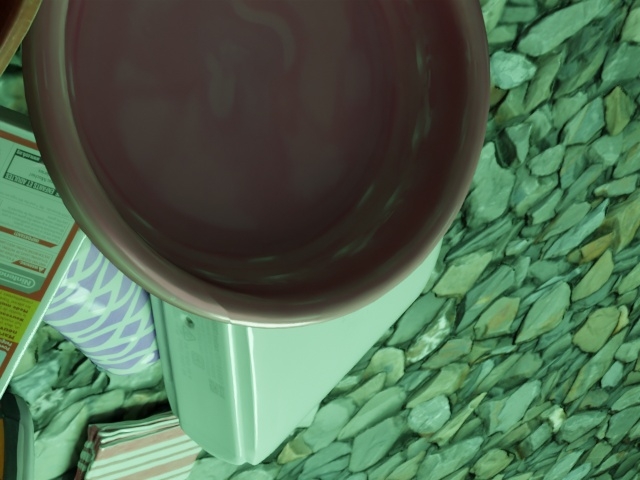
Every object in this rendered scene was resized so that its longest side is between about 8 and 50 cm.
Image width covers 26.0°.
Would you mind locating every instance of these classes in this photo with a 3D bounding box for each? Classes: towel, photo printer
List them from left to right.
[{"bbox_3d":[-0.188,0.237,1.345,0.144,0.029,0.197,-9,136,-43],"label":"towel"},{"bbox_3d":[0.000,0.000,1.116,0.307,0.107,0.256,-44,149,-34],"label":"photo printer"}]

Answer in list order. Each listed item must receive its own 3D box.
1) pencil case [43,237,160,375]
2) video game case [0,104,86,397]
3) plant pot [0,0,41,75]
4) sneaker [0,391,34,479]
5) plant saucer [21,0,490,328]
[{"bbox_3d":[-0.180,0.030,1.048,0.086,0.088,0.206,-32,148,0],"label":"pencil case"},{"bbox_3d":[-0.282,0.027,0.911,0.204,0.025,0.285,21,114,-26],"label":"video game case"},{"bbox_3d":[-0.279,-0.170,0.514,0.272,0.265,0.272,-28,145,-22],"label":"plant pot"},{"bbox_3d":[-0.347,0.266,1.122,0.180,0.124,0.321,15,95,-20],"label":"sneaker"},{"bbox_3d":[-0.041,-0.109,0.899,0.332,0.084,0.332,1,89,-32],"label":"plant saucer"}]
